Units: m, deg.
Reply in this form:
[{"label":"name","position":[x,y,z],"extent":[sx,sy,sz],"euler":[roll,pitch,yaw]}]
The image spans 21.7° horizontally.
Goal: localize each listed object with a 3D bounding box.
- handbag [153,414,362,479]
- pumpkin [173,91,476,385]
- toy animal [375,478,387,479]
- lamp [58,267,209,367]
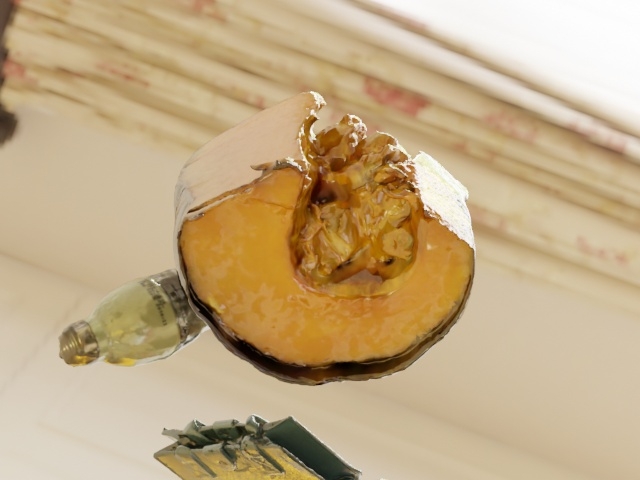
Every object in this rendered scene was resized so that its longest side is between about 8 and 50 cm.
[{"label":"handbag","position":[-0.079,0.275,2.025],"extent":[0.179,0.229,0.062],"euler":[43,-127,-34]},{"label":"pumpkin","position":[0.000,0.000,1.690],"extent":[0.256,0.303,0.225],"euler":[-54,13,28]},{"label":"toy animal","position":[0.070,0.422,1.827],"extent":[0.302,0.194,0.344],"euler":[-36,-54,-68]},{"label":"lamp","position":[-0.177,0.084,1.878],"extent":[0.250,0.101,0.101],"euler":[-19,-39,-31]}]
